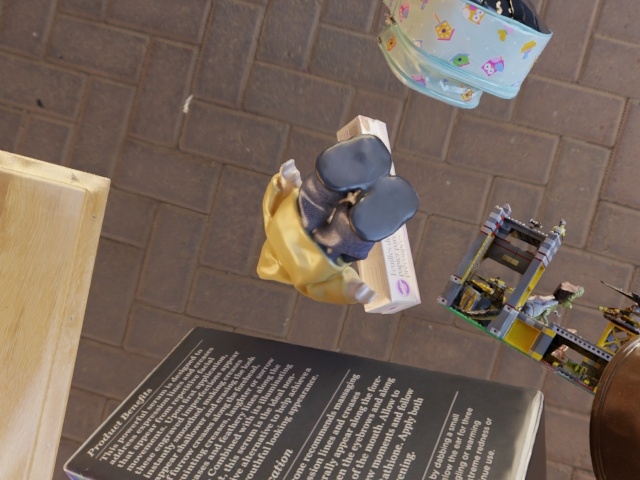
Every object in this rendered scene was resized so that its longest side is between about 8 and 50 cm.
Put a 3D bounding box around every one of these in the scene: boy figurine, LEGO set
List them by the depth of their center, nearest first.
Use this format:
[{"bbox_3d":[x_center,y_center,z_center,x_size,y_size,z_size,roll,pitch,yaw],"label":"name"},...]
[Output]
[{"bbox_3d":[0.000,0.000,0.639,0.092,0.285,0.177,-32,84,-26],"label":"boy figurine"},{"bbox_3d":[0.344,0.083,0.820,0.331,0.255,0.192,31,90,39],"label":"LEGO set"}]

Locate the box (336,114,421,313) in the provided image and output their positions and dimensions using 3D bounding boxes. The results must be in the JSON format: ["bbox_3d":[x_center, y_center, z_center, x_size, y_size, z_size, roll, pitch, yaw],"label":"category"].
[{"bbox_3d":[0.089,-0.046,0.912,0.063,0.067,0.323,8,64,-36],"label":"box"}]

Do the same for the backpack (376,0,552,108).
[{"bbox_3d":[0.154,-0.232,0.624,0.166,0.188,0.144,17,120,-19],"label":"backpack"}]

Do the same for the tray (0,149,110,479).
[{"bbox_3d":[-0.280,0.125,0.363,0.203,0.076,0.410,14,63,-28],"label":"tray"}]

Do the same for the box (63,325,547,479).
[{"bbox_3d":[0.005,0.284,0.563,0.396,0.212,0.293,4,124,31],"label":"box"}]

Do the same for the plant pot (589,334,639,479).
[{"bbox_3d":[0.321,0.156,0.406,0.167,0.165,0.166,1,87,-23],"label":"plant pot"}]
